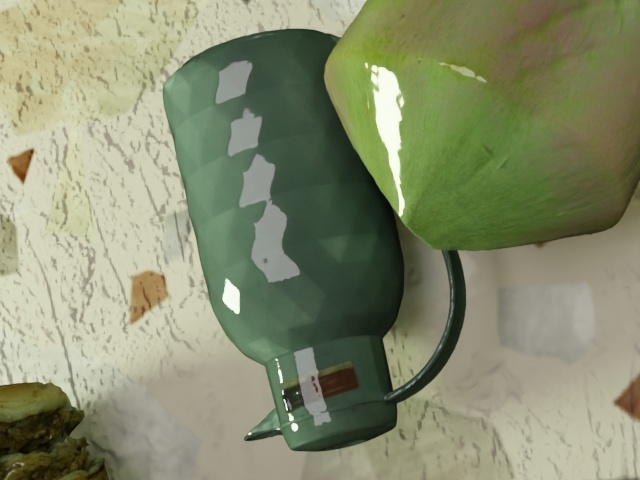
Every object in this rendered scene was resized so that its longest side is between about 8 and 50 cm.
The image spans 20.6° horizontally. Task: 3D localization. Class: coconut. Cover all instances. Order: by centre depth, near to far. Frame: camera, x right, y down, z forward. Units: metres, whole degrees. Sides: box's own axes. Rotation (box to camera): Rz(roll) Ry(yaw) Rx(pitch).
[{"bbox_3d":[0.118,-0.096,1.132,0.204,0.236,0.236,151,116,-71],"label":"coconut"}]

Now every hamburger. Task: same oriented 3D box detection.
[{"bbox_3d":[-0.248,0.183,1.373,0.159,0.185,0.131,-34,78,-19],"label":"hamburger"}]

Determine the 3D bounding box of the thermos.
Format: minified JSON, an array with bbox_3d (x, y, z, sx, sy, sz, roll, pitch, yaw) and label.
[{"bbox_3d":[0.000,0.000,1.236,0.182,0.145,0.286,-19,77,18],"label":"thermos"}]
